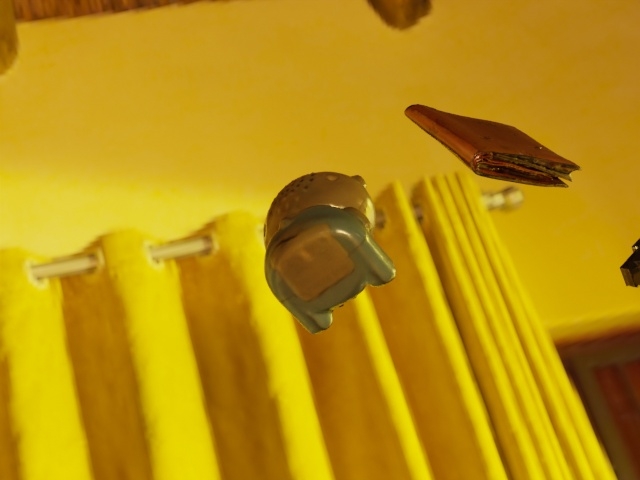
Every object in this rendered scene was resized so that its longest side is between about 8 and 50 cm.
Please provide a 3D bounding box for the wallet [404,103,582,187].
[{"bbox_3d":[0.226,-0.122,1.774,0.195,0.161,0.042,6,-68,-37],"label":"wallet"}]

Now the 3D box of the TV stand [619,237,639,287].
[{"bbox_3d":[0.512,-0.009,1.980,0.042,0.036,0.249,3,33,46],"label":"TV stand"}]

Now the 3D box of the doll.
[{"bbox_3d":[0.000,0.000,1.930,0.177,0.261,0.161,-39,-74,14],"label":"doll"}]
